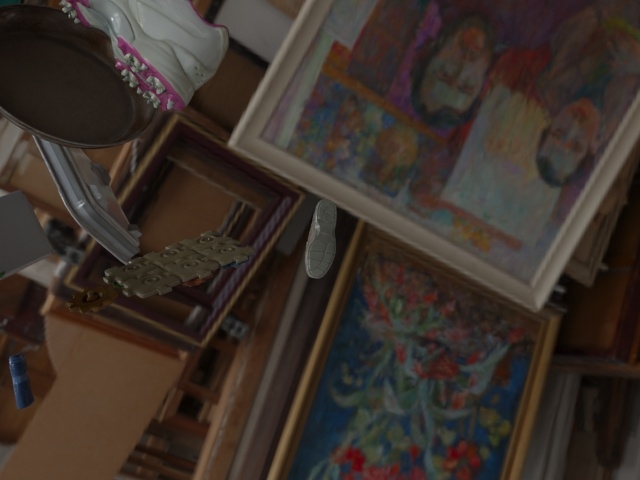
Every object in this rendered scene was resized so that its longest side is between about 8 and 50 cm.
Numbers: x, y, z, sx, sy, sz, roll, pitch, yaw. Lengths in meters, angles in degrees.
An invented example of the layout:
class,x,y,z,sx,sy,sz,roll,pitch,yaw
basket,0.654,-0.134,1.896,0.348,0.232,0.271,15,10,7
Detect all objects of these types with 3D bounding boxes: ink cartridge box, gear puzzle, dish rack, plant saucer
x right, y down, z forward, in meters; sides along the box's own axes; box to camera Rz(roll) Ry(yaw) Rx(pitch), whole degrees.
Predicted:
class,x,y,z,sx,sy,sz,roll,pitch,yaw
ink cartridge box,-0.589,0.041,1.291,0.278,0.201,0.117,-21,98,38
gear puzzle,-0.288,0.070,1.492,0.338,0.044,0.175,-23,-153,-33
dish rack,-0.533,-0.118,1.933,0.333,0.072,0.285,54,179,31
plant saucer,-0.413,-0.255,1.331,0.310,0.311,0.050,24,132,-18

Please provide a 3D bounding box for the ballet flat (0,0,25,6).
class,x,y,z,sx,sy,sz,roll,pitch,yaw
ballet flat,-0.601,-0.334,1.487,0.107,0.316,0.106,17,-165,-35

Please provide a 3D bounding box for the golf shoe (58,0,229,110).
class,x,y,z,sx,sy,sz,roll,pitch,yaw
golf shoe,-0.239,-0.307,1.017,0.306,0.140,0.115,50,163,-15

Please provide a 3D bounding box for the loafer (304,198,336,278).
class,x,y,z,sx,sy,sz,roll,pitch,yaw
loafer,0.000,0.000,1.277,0.045,0.125,0.039,13,166,-14

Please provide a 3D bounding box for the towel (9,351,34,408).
class,x,y,z,sx,sy,sz,roll,pitch,yaw
towel,-0.657,0.308,1.825,0.029,0.120,0.067,-9,-178,-8
